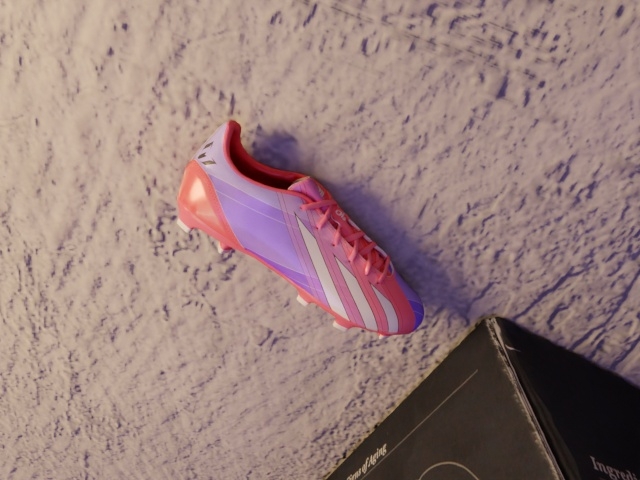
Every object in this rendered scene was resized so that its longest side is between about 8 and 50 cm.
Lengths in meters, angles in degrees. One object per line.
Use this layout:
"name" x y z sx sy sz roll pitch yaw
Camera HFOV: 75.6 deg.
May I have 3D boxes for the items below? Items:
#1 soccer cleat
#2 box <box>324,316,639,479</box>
"soccer cleat" 0.000 0.000 0.352 0.248 0.083 0.095 31 112 -11
"box" 0.168 0.422 0.357 0.297 0.471 0.480 26 118 -13
